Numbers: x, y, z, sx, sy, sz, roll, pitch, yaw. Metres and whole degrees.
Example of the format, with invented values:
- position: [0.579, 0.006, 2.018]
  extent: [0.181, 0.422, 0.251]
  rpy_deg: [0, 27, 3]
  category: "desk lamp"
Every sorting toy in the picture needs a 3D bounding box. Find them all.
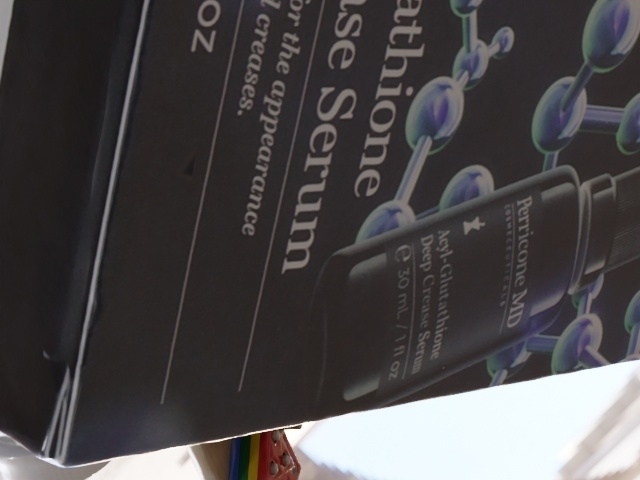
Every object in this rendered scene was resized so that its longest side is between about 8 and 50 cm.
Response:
- position: [-0.050, 0.127, 1.414]
  extent: [0.132, 0.046, 0.274]
  rpy_deg: [-70, -32, -48]
  category: "sorting toy"

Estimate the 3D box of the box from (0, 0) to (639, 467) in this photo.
- position: [0.008, -0.103, 0.798]
  extent: [0.395, 0.294, 0.212]
  rpy_deg: [-6, -155, -45]
  category: "box"

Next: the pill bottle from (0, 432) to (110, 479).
- position: [-0.201, 0.047, 1.235]
  extent: [0.121, 0.221, 0.121]
  rpy_deg: [-10, -148, 7]
  category: "pill bottle"
